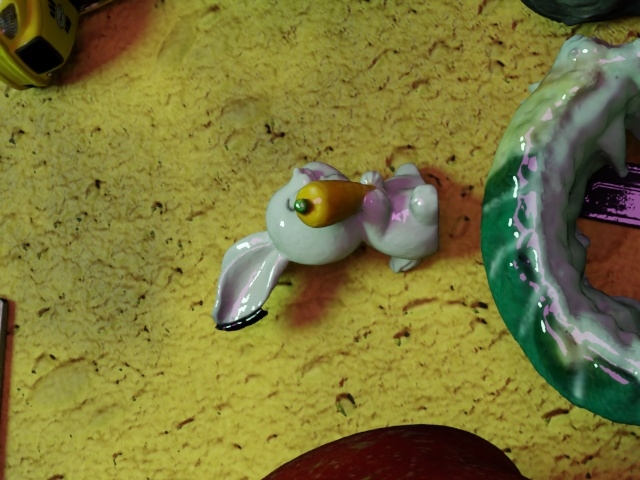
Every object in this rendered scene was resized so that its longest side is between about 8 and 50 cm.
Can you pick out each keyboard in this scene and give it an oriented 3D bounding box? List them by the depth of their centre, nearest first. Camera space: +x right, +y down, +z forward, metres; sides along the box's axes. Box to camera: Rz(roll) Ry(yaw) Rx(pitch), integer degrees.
[{"bbox_3d":[0.237,-0.037,1.129,0.155,0.010,0.053,12,81,14],"label":"keyboard"}]

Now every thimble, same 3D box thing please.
[{"bbox_3d":[0.242,-0.009,1.031,0.254,0.167,0.288,-23,79,7],"label":"thimble"}]

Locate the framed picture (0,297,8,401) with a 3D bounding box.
[{"bbox_3d":[-0.396,0.140,1.218,0.265,0.018,0.192,-2,76,12],"label":"framed picture"}]

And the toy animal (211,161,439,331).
[{"bbox_3d":[0.000,0.000,1.111,0.181,0.131,0.127,-8,111,-4],"label":"toy animal"}]

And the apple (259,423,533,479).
[{"bbox_3d":[0.079,0.279,0.925,0.348,0.348,0.277,41,83,17],"label":"apple"}]

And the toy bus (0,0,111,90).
[{"bbox_3d":[-0.240,-0.302,1.218,0.151,0.145,0.331,-9,75,8],"label":"toy bus"}]

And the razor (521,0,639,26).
[{"bbox_3d":[0.257,-0.343,1.140,0.204,0.113,0.349,4,79,10],"label":"razor"}]
